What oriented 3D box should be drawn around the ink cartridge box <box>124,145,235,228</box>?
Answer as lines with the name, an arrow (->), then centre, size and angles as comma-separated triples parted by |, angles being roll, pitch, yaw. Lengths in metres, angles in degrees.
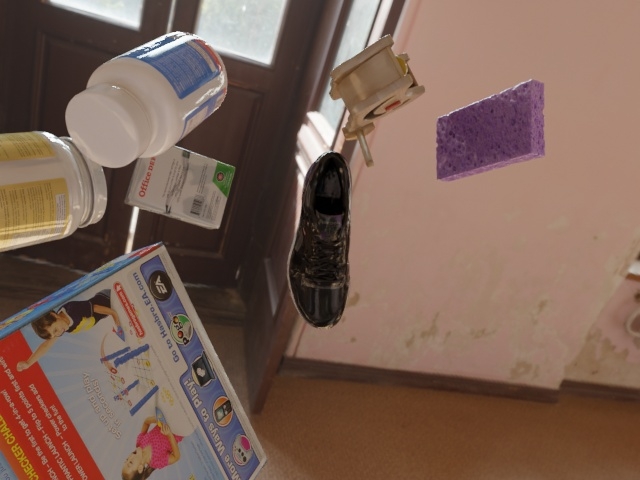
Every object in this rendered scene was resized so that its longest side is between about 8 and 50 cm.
ink cartridge box -> -0.320, -0.126, 1.213 | 0.209, 0.152, 0.087 | 19, -9, -26

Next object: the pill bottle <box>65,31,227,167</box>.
pill bottle -> -0.217, -0.182, 0.682 | 0.124, 0.124, 0.221 | 20, 35, 4

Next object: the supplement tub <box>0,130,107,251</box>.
supplement tub -> -0.652, -0.101, 1.110 | 0.241, 0.240, 0.331 | 32, 31, 29

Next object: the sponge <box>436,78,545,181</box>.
sponge -> 0.273, -0.173, 0.881 | 0.031, 0.117, 0.210 | 4, -7, -29

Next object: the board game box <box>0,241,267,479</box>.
board game box -> -0.215, 0.202, 0.527 | 0.086, 0.308, 0.302 | -15, 14, 30

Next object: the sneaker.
sneaker -> 0.000, 0.000, 0.840 | 0.107, 0.283, 0.124 | 2, -4, -2

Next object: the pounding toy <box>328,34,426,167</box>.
pounding toy -> 0.114, -0.225, 0.894 | 0.154, 0.154, 0.269 | 63, 1, -1
